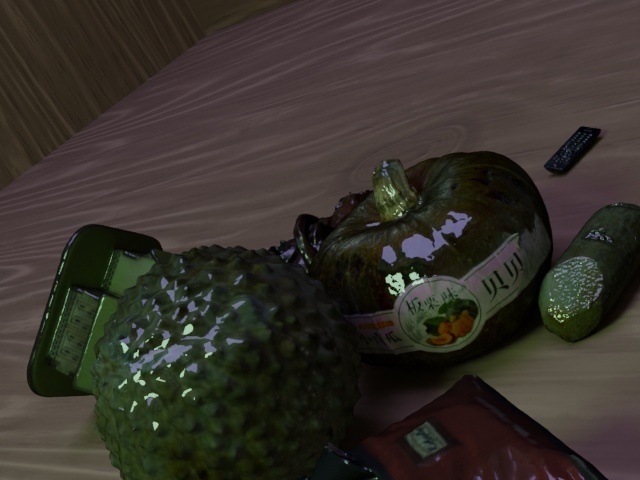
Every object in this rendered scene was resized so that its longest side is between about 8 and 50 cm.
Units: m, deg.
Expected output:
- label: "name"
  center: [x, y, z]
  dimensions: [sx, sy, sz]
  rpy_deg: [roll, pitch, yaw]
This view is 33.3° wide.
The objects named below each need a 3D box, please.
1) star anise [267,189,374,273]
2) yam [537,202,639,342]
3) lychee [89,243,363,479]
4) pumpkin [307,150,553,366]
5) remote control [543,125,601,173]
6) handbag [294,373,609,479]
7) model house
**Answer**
- label: "star anise"
  center: [0.000, 0.000, 1.342]
  dimensions: [0.272, 0.102, 0.272]
  rpy_deg: [-27, 25, 14]
- label: "yam"
  center: [0.253, 0.026, 0.992]
  dimensions: [0.070, 0.069, 0.146]
  rpy_deg: [-6, 30, 48]
- label: "lychee"
  center: [-0.092, 0.127, 0.957]
  dimensions: [0.255, 0.255, 0.274]
  rpy_deg: [-20, -21, 26]
- label: "pumpkin"
  center: [0.104, 0.005, 1.071]
  dimensions: [0.260, 0.189, 0.260]
  rpy_deg: [-25, 19, 10]
- label: "remote control"
  center: [0.309, -0.109, 1.310]
  dimensions: [0.034, 0.016, 0.091]
  rpy_deg: [17, 48, 42]
- label: "handbag"
  center: [0.083, 0.199, 0.660]
  dimensions: [0.181, 0.181, 0.254]
  rpy_deg: [-30, 17, -7]
- label: "model house"
  center: [-0.170, 0.127, 1.273]
  dimensions: [0.279, 0.218, 0.205]
  rpy_deg: [20, 3, 25]
